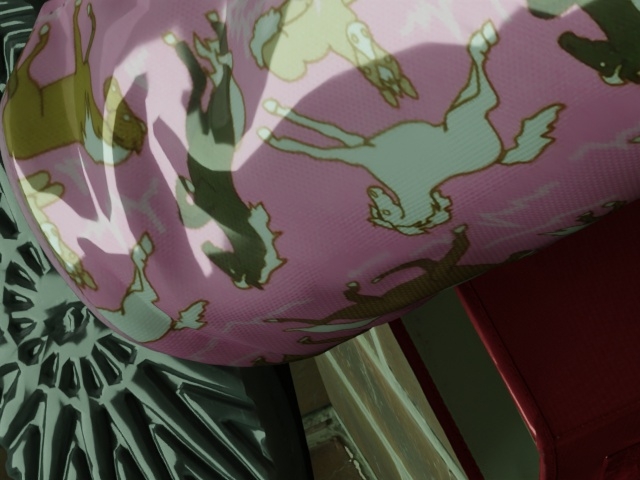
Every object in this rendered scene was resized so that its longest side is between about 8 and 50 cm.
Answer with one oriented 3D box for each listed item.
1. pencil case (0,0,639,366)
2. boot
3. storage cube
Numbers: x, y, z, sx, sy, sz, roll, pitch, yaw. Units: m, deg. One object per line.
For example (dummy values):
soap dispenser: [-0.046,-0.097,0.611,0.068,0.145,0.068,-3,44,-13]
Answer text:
pencil case: [0.050,-0.086,0.547,0.386,0.160,0.167,-34,60,47]
boot: [0.000,-0.002,1.006,0.445,0.146,0.367,-19,-91,-59]
storage cube: [0.134,0.007,0.776,0.184,0.193,0.215,79,167,-60]
